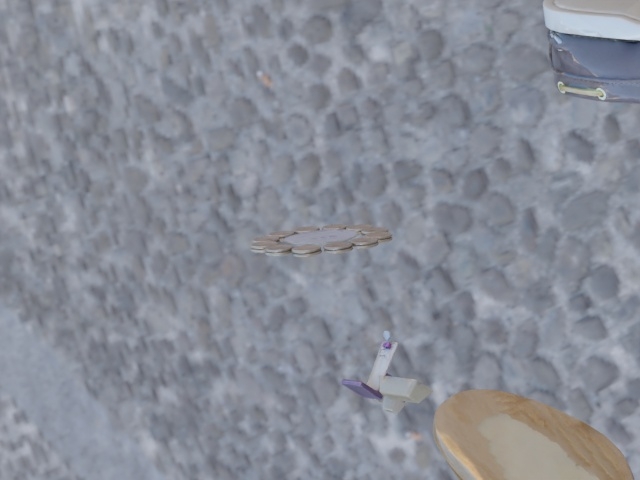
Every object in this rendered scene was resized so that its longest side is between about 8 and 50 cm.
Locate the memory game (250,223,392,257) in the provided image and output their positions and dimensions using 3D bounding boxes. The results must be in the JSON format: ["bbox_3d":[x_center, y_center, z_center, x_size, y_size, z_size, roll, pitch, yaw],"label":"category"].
[{"bbox_3d":[0.000,0.000,1.732,0.186,0.186,0.012,7,106,48],"label":"memory game"}]

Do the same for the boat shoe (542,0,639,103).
[{"bbox_3d":[0.337,-0.148,1.152,0.324,0.117,0.096,17,128,37],"label":"boat shoe"}]

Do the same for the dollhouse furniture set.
[{"bbox_3d":[0.104,0.154,1.574,0.114,0.091,0.081,0,62,51],"label":"dollhouse furniture set"}]

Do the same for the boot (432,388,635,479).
[{"bbox_3d":[0.183,0.249,0.908,0.295,0.104,0.211,35,141,26],"label":"boot"}]
